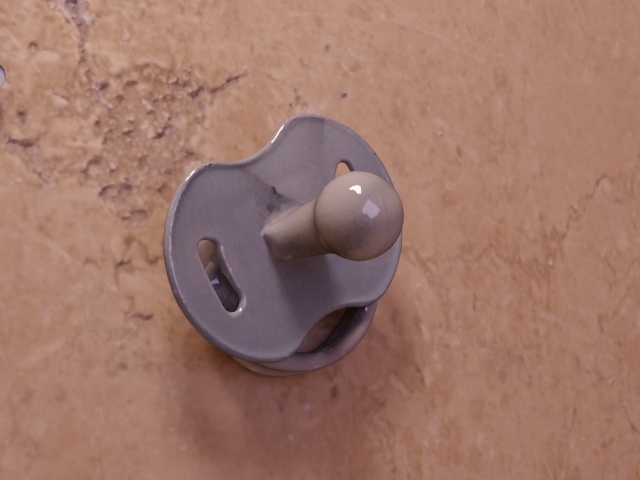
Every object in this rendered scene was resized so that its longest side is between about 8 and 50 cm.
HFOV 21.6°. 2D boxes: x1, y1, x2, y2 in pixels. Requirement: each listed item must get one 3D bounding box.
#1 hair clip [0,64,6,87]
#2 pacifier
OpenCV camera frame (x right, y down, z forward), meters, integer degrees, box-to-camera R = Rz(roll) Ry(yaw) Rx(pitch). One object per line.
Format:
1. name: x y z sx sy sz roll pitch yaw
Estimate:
1. hair clip: -0.389 -0.110 1.549 0.140 0.054 0.220 30 58 -17
2. pacifier: 0.000 0.000 1.651 0.299 0.233 0.244 -32 96 -35
